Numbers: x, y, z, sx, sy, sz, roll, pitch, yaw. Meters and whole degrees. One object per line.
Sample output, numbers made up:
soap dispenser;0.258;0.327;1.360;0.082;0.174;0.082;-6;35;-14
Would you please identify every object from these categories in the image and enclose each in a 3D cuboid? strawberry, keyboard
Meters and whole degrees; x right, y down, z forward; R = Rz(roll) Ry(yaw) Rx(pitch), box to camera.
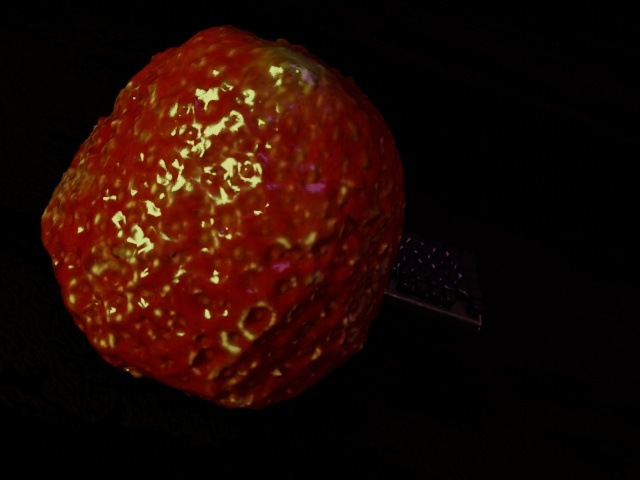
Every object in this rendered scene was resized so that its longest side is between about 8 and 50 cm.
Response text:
strawberry;-0.060;-0.026;0.818;0.257;0.277;0.257;14;41;-12
keyboard;0.000;0.000;1.026;0.317;0.027;0.106;19;37;-13
